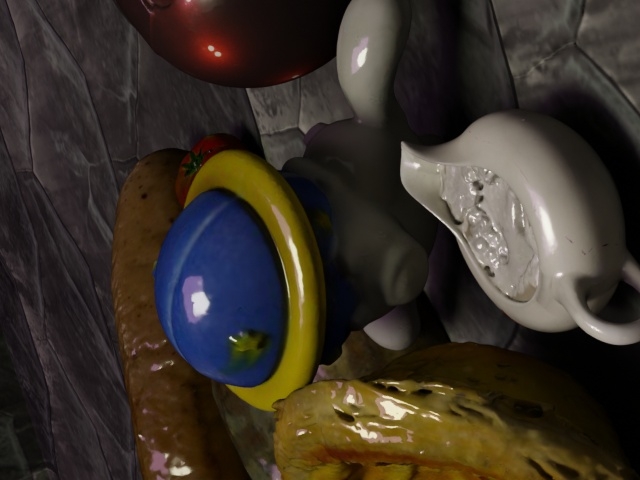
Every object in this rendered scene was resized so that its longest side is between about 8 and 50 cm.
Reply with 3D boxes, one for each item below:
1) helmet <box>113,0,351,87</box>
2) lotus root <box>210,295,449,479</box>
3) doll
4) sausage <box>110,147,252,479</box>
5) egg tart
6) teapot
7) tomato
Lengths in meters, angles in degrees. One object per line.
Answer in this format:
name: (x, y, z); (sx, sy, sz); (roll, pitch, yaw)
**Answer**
helmet: (-0.051, -0.209, 1.281); (0.193, 0.189, 0.216); (49, 146, 26)
lotus root: (-0.008, 0.101, 1.500); (0.260, 0.149, 0.267); (65, 155, 14)
doll: (0.006, -0.017, 1.218); (0.159, 0.242, 0.311); (47, 137, 51)
sausage: (-0.121, 0.149, 1.690); (0.123, 0.136, 0.501); (-24, 69, 40)
egg tart: (0.111, 0.152, 1.196); (0.294, 0.116, 0.295); (18, 153, 9)
teapot: (0.143, -0.009, 1.112); (0.226, 0.092, 0.145); (46, 150, 45)
tomato: (-0.094, -0.055, 1.660); (0.075, 0.087, 0.087); (32, -179, -32)
